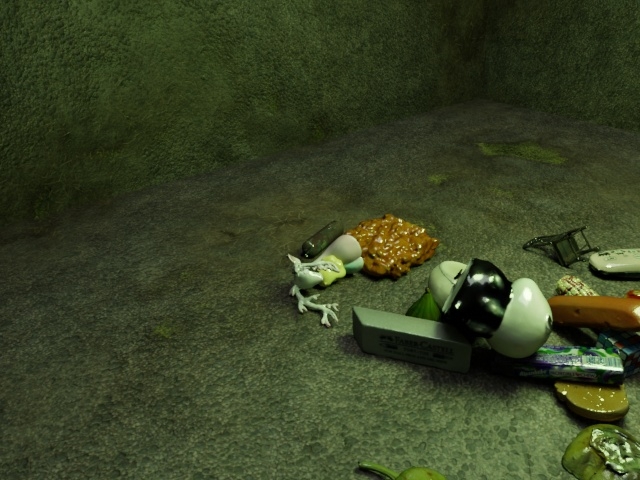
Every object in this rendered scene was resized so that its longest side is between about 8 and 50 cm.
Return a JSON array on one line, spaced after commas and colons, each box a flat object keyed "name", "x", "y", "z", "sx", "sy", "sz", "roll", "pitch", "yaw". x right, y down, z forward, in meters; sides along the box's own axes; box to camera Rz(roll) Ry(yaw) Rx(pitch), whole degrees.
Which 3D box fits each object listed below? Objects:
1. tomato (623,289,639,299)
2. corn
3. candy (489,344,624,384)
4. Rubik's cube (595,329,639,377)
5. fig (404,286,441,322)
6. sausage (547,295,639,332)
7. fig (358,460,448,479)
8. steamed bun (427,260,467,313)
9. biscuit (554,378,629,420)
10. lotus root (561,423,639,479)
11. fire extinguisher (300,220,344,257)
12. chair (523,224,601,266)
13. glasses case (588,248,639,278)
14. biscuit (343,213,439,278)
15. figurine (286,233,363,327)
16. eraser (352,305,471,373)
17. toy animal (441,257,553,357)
[{"name": "tomato", "x": 0.981, "y": 0.190, "z": 1.468, "sx": 0.087, "sy": 0.075, "sz": 0.087, "roll": -5, "pitch": 27, "yaw": 2}, {"name": "corn", "x": 0.829, "y": 0.199, "z": 1.459, "sx": 0.086, "sy": 0.086, "sz": 0.253, "roll": -10, "pitch": 32, "yaw": -11}, {"name": "candy", "x": 0.610, "y": 0.319, "z": 1.247, "sx": 0.312, "sy": 0.061, "sz": 0.088, "roll": -2, "pitch": 28, "yaw": 27}, {"name": "Rubik's cube", "x": 0.809, "y": 0.299, "z": 1.281, "sx": 0.092, "sy": 0.092, "sz": 0.092, "roll": -13, "pitch": 32, "yaw": -16}, {"name": "fig", "x": 0.310, "y": 0.214, "z": 1.409, "sx": 0.117, "sy": 0.178, "sz": 0.117, "roll": 8, "pitch": 39, "yaw": -6}, {"name": "sausage", "x": 0.767, "y": 0.198, "z": 1.327, "sx": 0.097, "sy": 0.094, "sz": 0.348, "roll": -19, "pitch": 0, "yaw": -22}, {"name": "fig", "x": 0.170, "y": 0.518, "z": 0.988, "sx": 0.149, "sy": 0.149, "sz": 0.245, "roll": -19, "pitch": 14, "yaw": -25}, {"name": "steamed bun", "x": 0.436, "y": 0.175, "z": 1.475, "sx": 0.231, "sy": 0.145, "sz": 0.232, "roll": 19, "pitch": 23, "yaw": -9}, {"name": "biscuit", "x": 0.672, "y": 0.388, "z": 1.189, "sx": 0.170, "sy": 0.050, "sz": 0.170, "roll": -9, "pitch": 19, "yaw": 3}, {"name": "lotus root", "x": 0.633, "y": 0.472, "z": 1.024, "sx": 0.183, "sy": 0.078, "sz": 0.203, "roll": 23, "pitch": 41, "yaw": 39}, {"name": "fire extinguisher", "x": 0.000, "y": 0.000, "z": 1.896, "sx": 0.072, "sy": 0.089, "sz": 0.267, "roll": 51, "pitch": 46, "yaw": 2}, {"name": "chair", "x": 0.880, "y": 0.029, "z": 1.759, "sx": 0.106, "sy": 0.113, "sz": 0.229, "roll": -25, "pitch": -2, "yaw": -28}, {"name": "glasses case", "x": 1.098, "y": 0.077, "z": 1.642, "sx": 0.314, "sy": 0.075, "sz": 0.122, "roll": -1, "pitch": 28, "yaw": 7}, {"name": "biscuit", "x": 0.246, "y": 0.018, "z": 1.816, "sx": 0.318, "sy": 0.111, "sz": 0.312, "roll": -28, "pitch": 39, "yaw": -35}, {"name": "figurine", "x": 0.015, "y": 0.107, "z": 1.613, "sx": 0.315, "sy": 0.207, "sz": 0.284, "roll": -32, "pitch": 30, "yaw": -32}, {"name": "eraser", "x": 0.249, "y": 0.282, "z": 1.359, "sx": 0.352, "sy": 0.111, "sz": 0.077, "roll": 8, "pitch": 34, "yaw": 20}, {"name": "toy animal", "x": 0.469, "y": 0.178, "z": 1.255, "sx": 0.266, "sy": 0.213, "sz": 0.213, "roll": 26, "pitch": 35, "yaw": 4}]
